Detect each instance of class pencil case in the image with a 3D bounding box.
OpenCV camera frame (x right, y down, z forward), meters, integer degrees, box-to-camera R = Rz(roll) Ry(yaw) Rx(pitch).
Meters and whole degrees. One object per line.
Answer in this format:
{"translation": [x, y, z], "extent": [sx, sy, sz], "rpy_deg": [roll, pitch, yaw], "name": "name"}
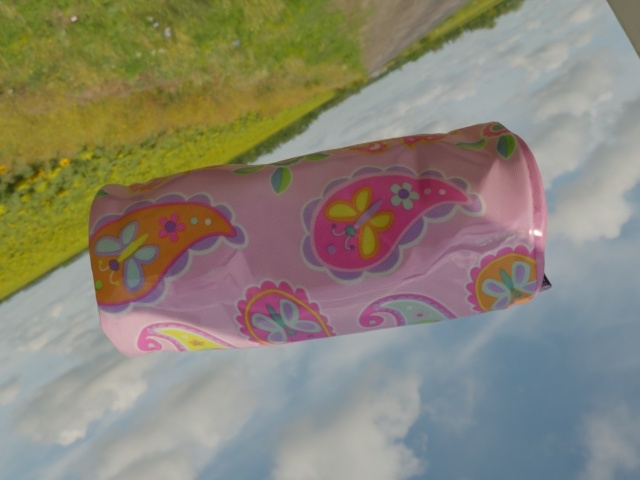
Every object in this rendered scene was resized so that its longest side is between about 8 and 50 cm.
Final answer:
{"translation": [0.000, 0.000, 0.453], "extent": [0.284, 0.124, 0.124], "rpy_deg": [-10, -168, 4], "name": "pencil case"}

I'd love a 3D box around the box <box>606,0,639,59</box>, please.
{"translation": [0.359, -0.090, 0.408], "extent": [0.168, 0.345, 0.215], "rpy_deg": [-9, 160, -34], "name": "box"}
